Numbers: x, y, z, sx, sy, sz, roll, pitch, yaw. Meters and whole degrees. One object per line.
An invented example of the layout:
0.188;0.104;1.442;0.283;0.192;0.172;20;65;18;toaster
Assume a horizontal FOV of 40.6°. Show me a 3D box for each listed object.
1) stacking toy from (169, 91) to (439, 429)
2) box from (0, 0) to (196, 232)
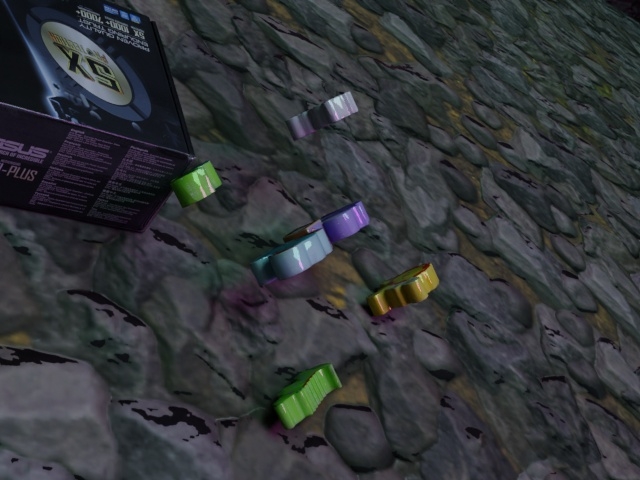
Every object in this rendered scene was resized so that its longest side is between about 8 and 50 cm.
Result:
0.000;0.000;0.590;0.166;0.052;0.221;64;32;-8;stacking toy
-0.187;-0.098;0.546;0.180;0.077;0.147;14;42;-37;box
